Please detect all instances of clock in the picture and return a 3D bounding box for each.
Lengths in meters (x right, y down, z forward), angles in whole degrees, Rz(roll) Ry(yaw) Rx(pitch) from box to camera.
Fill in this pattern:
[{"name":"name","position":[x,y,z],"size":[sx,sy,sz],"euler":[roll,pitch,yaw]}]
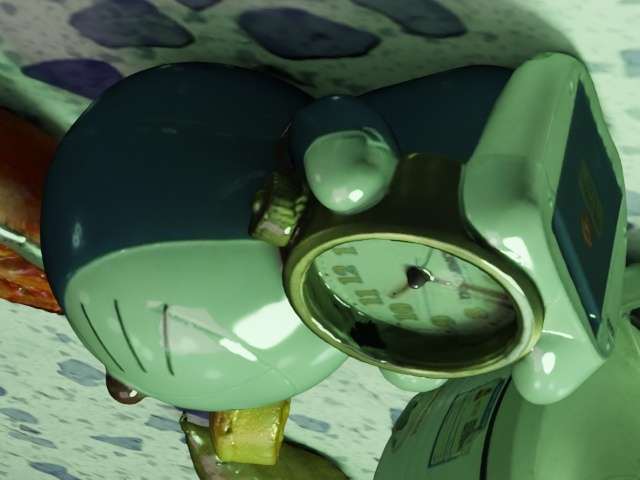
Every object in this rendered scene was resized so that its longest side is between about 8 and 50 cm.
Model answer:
[{"name":"clock","position":[0.000,0.000,0.764],"size":[0.243,0.146,0.199],"euler":[-1,147,27]}]

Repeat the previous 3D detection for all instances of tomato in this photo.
[{"name":"tomato","position":[-0.175,-0.029,0.891],"size":[0.166,0.082,0.174],"euler":[10,161,25]}]

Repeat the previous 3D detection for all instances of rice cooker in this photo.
[{"name":"rice cooker","position":[0.152,0.134,0.893],"size":[0.226,0.226,0.244],"euler":[21,158,-12]}]

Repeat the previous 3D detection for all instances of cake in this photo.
[{"name":"cake","position":[-0.039,0.092,1.084],"size":[0.044,0.084,0.084],"euler":[12,157,5]}]

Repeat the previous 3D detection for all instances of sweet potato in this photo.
[{"name":"sweet potato","position":[-0.003,0.192,1.308],"size":[0.269,0.075,0.075],"euler":[25,156,-31]}]
